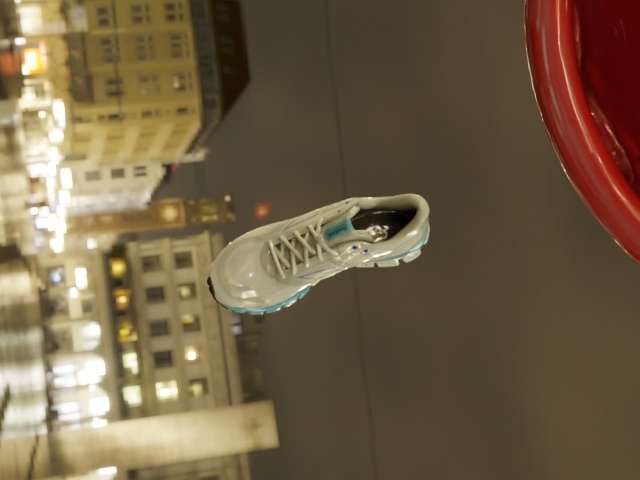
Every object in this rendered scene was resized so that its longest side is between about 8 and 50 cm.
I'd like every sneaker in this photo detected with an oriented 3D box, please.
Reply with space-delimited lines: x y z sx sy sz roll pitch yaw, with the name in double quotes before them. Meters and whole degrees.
"sneaker" 0.000 0.000 0.914 0.083 0.191 0.071 107 -39 -75

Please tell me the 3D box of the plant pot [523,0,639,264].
"plant pot" 0.166 -0.072 0.376 0.174 0.191 0.191 -29 115 -75
